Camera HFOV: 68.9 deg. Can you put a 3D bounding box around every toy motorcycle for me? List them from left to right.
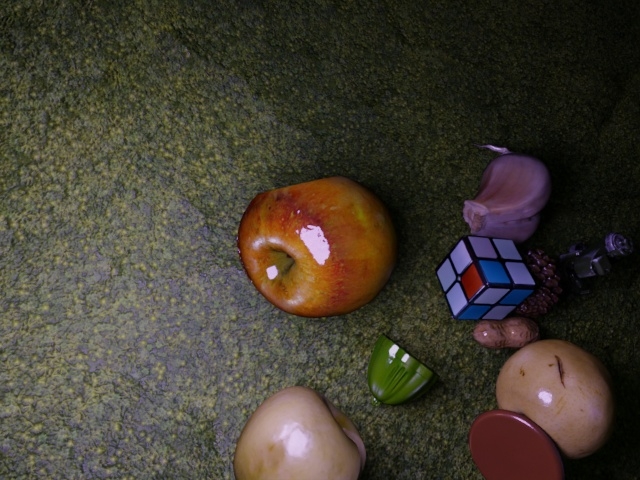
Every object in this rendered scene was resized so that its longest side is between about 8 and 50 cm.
[{"bbox_3d":[0.861,0.080,1.487,0.275,0.205,0.127,-36,92,-29],"label":"toy motorcycle"}]

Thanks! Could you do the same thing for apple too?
[{"bbox_3d":[-0.044,0.470,1.014,0.254,0.292,0.292,-38,92,0],"label":"apple"},{"bbox_3d":[0.000,0.000,1.144,0.384,0.374,0.374,27,63,30],"label":"apple"}]

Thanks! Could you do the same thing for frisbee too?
[{"bbox_3d":[0.501,0.564,1.214,0.021,0.251,0.250,-13,81,-43],"label":"frisbee"}]

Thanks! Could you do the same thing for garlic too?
[{"bbox_3d":[0.598,-0.136,1.479,0.246,0.231,0.339,2,50,25],"label":"garlic"}]

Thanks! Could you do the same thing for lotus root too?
[{"bbox_3d":[0.185,0.358,1.203,0.186,0.186,0.186,5,75,-19],"label":"lotus root"}]

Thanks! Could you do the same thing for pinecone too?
[{"bbox_3d":[0.622,0.125,1.404,0.179,0.184,0.204,27,38,1],"label":"pinecone"}]

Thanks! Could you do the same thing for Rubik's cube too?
[{"bbox_3d":[0.457,0.107,1.313,0.168,0.183,0.180,4,52,-19],"label":"Rubik's cube"}]

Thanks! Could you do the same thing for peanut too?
[{"bbox_3d":[0.552,0.271,1.376,0.226,0.108,0.095,3,68,-17],"label":"peanut"}]

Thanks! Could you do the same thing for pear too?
[{"bbox_3d":[0.645,0.424,1.274,0.310,0.309,0.308,5,75,-19],"label":"pear"}]
